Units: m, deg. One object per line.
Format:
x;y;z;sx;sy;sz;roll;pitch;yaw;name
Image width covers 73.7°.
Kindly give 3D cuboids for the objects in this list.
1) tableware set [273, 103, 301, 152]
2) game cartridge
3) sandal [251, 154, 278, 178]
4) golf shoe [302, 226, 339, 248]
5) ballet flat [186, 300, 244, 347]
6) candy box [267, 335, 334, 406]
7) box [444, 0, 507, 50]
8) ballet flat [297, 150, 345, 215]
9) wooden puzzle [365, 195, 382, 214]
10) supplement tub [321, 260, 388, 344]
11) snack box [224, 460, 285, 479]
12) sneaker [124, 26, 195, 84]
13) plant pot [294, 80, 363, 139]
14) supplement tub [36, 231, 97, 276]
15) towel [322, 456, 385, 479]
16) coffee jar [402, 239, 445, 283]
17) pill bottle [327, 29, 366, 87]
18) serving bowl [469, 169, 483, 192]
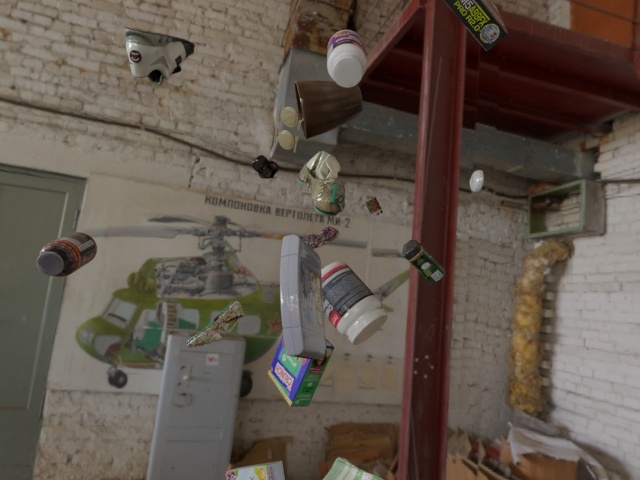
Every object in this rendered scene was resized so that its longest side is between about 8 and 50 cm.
-0.136;-0.497;1.885;0.128;0.194;0.039;28;39;18;tableware set
-0.043;0.145;1.084;0.062;0.297;0.198;-8;-20;12;game cartridge
-0.165;-0.218;1.322;0.040;0.067;0.179;42;6;8;sandal
0.000;0.000;1.910;0.186;0.067;0.086;-22;-23;23;golf shoe
-0.357;0.305;1.501;0.077;0.241;0.091;48;-36;0;ballet flat
-0.101;0.575;2.033;0.122;0.317;0.268;16;10;-36;candy box
0.367;-0.614;1.072;0.216;0.270;0.060;39;-51;-17;box
0.016;-0.248;1.655;0.164;0.182;0.483;10;20;-13;ballet flat
0.199;-0.131;1.610;0.049;0.083;0.006;-26;1;-18;wooden puzzle
0.099;0.229;1.586;0.272;0.191;0.191;48;13;27;supplement tub
-0.184;0.744;1.231;0.207;0.174;0.070;-31;-28;35;snack box
-0.490;-0.557;1.305;0.123;0.146;0.330;14;24;6;sneaker
0.036;-0.507;1.608;0.231;0.215;0.215;-11;-7;-3;plant pot
-0.738;0.043;1.240;0.106;0.106;0.198;7;12;-8;supplement tub
0.100;0.916;1.508;0.248;0.038;0.325;-42;20;-33;towel
0.407;0.082;1.698;0.184;0.079;0.096;44;19;-13;coffee jar
0.072;-0.498;1.178;0.108;0.193;0.108;0;-48;0;pill bottle
0.554;-0.212;1.527;0.027;0.083;0.083;6;-8;-1;serving bowl
